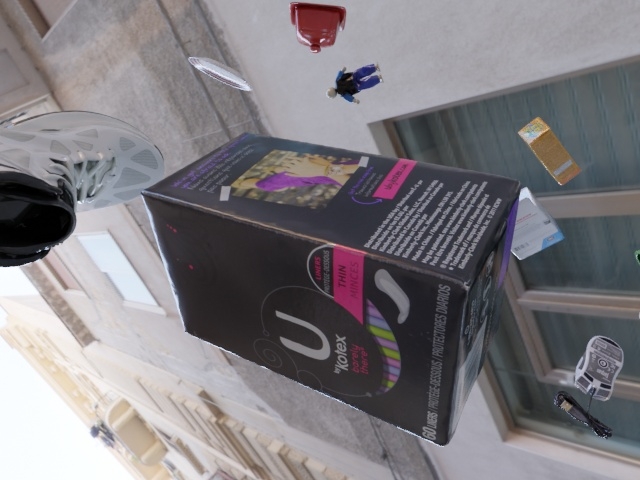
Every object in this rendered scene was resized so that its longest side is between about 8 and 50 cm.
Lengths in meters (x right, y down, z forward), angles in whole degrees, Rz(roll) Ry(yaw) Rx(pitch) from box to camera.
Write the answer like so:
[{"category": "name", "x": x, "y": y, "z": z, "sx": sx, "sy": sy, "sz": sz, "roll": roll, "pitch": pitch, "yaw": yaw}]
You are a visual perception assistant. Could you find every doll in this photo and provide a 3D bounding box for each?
[{"category": "doll", "x": 0.105, "y": -0.501, "z": 1.613, "sx": 0.046, "sy": 0.189, "sz": 0.128, "roll": -27, "pitch": -80, "yaw": -73}]

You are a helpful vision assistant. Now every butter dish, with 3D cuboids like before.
[{"category": "butter dish", "x": -0.011, "y": -0.597, "z": 1.435, "sx": 0.160, "sy": 0.160, "sz": 0.118, "roll": 5, "pitch": -90, "yaw": 0}]

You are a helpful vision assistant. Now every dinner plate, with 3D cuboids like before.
[{"category": "dinner plate", "x": -0.204, "y": -0.349, "z": 1.040, "sx": 0.141, "sy": 0.141, "sz": 0.017, "roll": 19, "pitch": -85, "yaw": -40}]

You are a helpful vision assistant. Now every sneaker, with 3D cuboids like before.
[{"category": "sneaker", "x": -0.346, "y": -0.057, "z": 0.659, "sx": 0.448, "sy": 0.258, "sz": 0.169, "roll": -10, "pitch": -51, "yaw": -57}]

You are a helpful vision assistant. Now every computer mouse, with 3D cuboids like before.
[{"category": "computer mouse", "x": 0.513, "y": 0.264, "z": 0.939, "sx": 0.193, "sy": 0.106, "sz": 0.042, "roll": -48, "pitch": -21, "yaw": -31}]

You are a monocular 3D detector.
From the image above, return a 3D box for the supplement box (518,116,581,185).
[{"category": "supplement box", "x": 0.692, "y": -0.265, "z": 1.511, "sx": 0.234, "sy": 0.080, "sz": 0.078, "roll": 31, "pitch": -152, "yaw": -35}]

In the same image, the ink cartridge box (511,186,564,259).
[{"category": "ink cartridge box", "x": 0.419, "y": -0.042, "z": 1.054, "sx": 0.180, "sy": 0.104, "sz": 0.060, "roll": 34, "pitch": -144, "yaw": -36}]

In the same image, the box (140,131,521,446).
[{"category": "box", "x": 0.008, "y": 0.023, "z": 0.431, "sx": 0.143, "sy": 0.271, "sz": 0.165, "roll": -45, "pitch": -40, "yaw": -43}]

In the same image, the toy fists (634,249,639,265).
[{"category": "toy fists", "x": 0.927, "y": 0.103, "z": 1.244, "sx": 0.279, "sy": 0.142, "sz": 0.096, "roll": 68, "pitch": -170, "yaw": 24}]
